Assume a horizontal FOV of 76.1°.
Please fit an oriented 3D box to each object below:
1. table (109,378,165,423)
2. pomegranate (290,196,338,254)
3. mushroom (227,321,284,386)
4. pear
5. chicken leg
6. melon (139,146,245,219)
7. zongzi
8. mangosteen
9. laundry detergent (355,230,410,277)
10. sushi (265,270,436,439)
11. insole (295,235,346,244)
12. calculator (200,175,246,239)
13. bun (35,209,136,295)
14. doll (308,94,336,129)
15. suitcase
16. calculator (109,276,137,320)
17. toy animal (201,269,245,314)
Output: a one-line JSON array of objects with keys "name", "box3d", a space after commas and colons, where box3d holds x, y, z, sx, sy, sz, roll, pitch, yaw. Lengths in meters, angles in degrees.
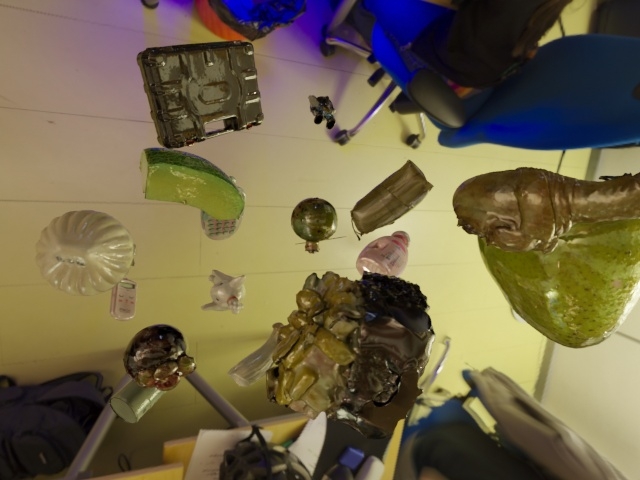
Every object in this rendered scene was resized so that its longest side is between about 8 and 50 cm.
[{"name": "table", "box3d": [-0.644, 0.547, 1.511, 0.220, 0.126, 0.126, -47, 129, -55]}, {"name": "pomegranate", "box3d": [-0.019, -0.044, 0.998, 0.130, 0.130, 0.130, -7, 107, -24]}, {"name": "mushroom", "box3d": [-0.217, 0.433, 1.542, 0.270, 0.103, 0.118, -46, 127, -25]}, {"name": "pear", "box3d": [0.495, 0.077, 0.859, 0.238, 0.342, 0.318, -25, 102, -18]}, {"name": "chicken leg", "box3d": [0.261, -0.035, 0.470, 0.088, 0.227, 0.103, 10, 85, -52]}, {"name": "melon", "box3d": [-0.434, -0.190, 1.407, 0.343, 0.331, 0.226, 3, 86, -30]}, {"name": "zongzi", "box3d": [0.164, -0.087, 0.986, 0.205, 0.204, 0.094, -37, 82, 12]}, {"name": "mangosteen", "box3d": [-0.502, 0.361, 1.268, 0.209, 0.210, 0.210, -7, 107, -24]}, {"name": "laundry detergent", "box3d": [0.244, 0.049, 1.470, 0.159, 0.335, 0.088, 37, 122, 9]}, {"name": "sushi", "box3d": [0.051, 0.208, 0.863, 0.285, 0.329, 0.328, 14, 121, -1]}, {"name": "insole", "box3d": [0.000, 0.000, 1.425, 0.188, 0.064, 0.004, -9, 89, 18]}, {"name": "calculator", "box3d": [-0.394, -0.131, 1.657, 0.185, 0.041, 0.299, -10, 127, -33]}, {"name": "bun", "box3d": [-0.679, 0.034, 1.159, 0.263, 0.175, 0.263, 1, 88, -13]}, {"name": "doll", "box3d": [0.007, -0.389, 1.211, 0.096, 0.195, 0.070, 23, 122, -21]}, {"name": "suitcase", "box3d": [-0.258, -0.340, 0.940, 0.285, 0.066, 0.206, -33, 127, -42]}, {"name": "calculator", "box3d": [-0.754, 0.222, 1.569, 0.100, 0.032, 0.175, 29, 50, -56]}, {"name": "toy animal", "box3d": [-0.321, 0.173, 1.372, 0.138, 0.282, 0.141, 8, 82, -9]}]
